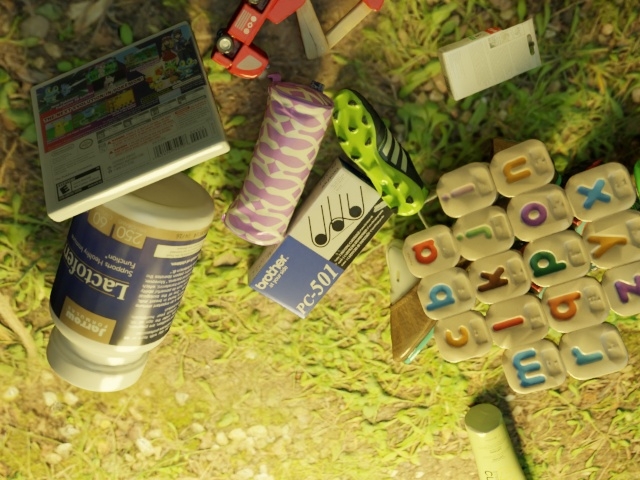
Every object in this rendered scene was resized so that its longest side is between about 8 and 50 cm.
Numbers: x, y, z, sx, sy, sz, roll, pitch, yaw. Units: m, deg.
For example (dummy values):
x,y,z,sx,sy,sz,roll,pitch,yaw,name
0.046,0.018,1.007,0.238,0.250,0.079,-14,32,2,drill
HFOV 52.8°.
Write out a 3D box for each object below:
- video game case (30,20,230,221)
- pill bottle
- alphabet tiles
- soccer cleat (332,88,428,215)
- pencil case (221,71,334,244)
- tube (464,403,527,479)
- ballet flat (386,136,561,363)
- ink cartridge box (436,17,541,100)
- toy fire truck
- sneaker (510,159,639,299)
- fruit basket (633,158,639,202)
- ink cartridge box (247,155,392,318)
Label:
x,y,z,sx,sy,sz,roll,pitch,yaw,name
-0.214,-0.134,0.704,0.201,0.184,0.023,-22,153,4,video game case
-0.241,0.044,0.791,0.153,0.153,0.265,18,112,-16,pill bottle
0.249,0.032,0.772,0.277,0.021,0.284,-22,84,24,alphabet tiles
0.075,-0.113,0.814,0.060,0.072,0.179,-28,98,35,soccer cleat
-0.055,-0.096,0.787,0.088,0.086,0.206,25,111,9,pencil case
0.299,0.375,1.085,0.070,0.062,0.240,4,131,36,tube
0.168,0.006,0.863,0.124,0.116,0.342,36,107,-1,ballet flat
0.206,-0.224,0.790,0.115,0.029,0.063,-22,117,2,ink cartridge box
-0.023,-0.254,0.733,0.135,0.047,0.192,29,110,-21,toy fire truck
0.347,0.026,0.892,0.125,0.104,0.262,24,111,-20,sneaker
0.583,-0.019,0.840,0.282,0.392,0.392,-3,122,32,fruit basket
0.000,0.000,0.862,0.097,0.046,0.207,33,108,-20,ink cartridge box
